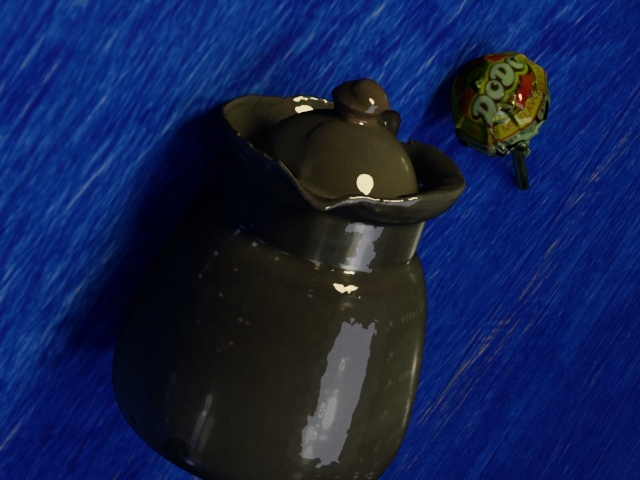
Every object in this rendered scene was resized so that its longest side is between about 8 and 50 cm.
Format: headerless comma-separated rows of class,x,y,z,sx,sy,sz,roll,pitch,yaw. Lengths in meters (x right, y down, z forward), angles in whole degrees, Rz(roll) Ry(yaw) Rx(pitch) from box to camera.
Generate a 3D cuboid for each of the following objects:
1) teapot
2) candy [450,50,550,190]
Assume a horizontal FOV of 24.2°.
teapot,0.014,0.012,1.094,0.305,0.223,0.285,-10,126,-49
candy,0.173,-0.088,1.380,0.091,0.083,0.305,-50,162,-5
